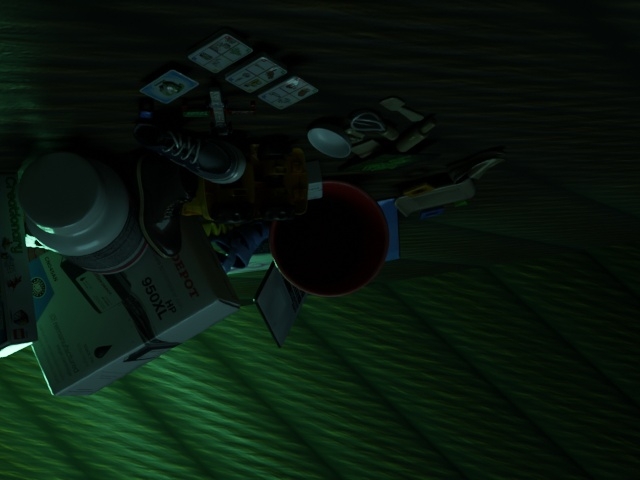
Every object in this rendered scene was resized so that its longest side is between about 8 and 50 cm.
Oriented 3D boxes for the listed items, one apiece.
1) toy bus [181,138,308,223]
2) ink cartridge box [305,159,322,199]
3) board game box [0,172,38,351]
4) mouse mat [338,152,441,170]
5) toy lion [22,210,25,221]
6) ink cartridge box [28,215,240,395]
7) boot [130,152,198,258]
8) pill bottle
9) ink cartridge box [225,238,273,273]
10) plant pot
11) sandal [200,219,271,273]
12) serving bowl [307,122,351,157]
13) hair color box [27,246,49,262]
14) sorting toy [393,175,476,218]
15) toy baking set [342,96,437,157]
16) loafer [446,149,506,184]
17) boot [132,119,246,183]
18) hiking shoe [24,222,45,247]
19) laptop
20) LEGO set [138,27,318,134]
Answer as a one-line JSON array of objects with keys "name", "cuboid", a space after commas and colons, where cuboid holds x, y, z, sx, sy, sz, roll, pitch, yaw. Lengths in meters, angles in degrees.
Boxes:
[{"name": "toy bus", "cuboid": [-0.163, -0.103, 1.372, 0.220, 0.149, 0.211, -4, -179, -36]}, {"name": "ink cartridge box", "cuboid": [-0.042, -0.123, 1.553, 0.089, 0.052, 0.122, -9, 167, -2]}, {"name": "board game box", "cuboid": [-0.586, 0.051, 1.328, 0.053, 0.305, 0.193, -3, 167, -40]}, {"name": "mouse mat", "cuboid": [0.144, -0.164, 1.544, 0.153, 0.007, 0.190, -4, 177, -28]}, {"name": "toy lion", "cuboid": [-0.575, -0.045, 1.404, 0.100, 0.034, 0.096, -42, -170, 5]}, {"name": "ink cartridge box", "cuboid": [-0.414, 0.109, 1.542, 0.395, 0.285, 0.166, -30, 166, 3]}, {"name": "boot", "cuboid": [-0.257, -0.055, 1.281, 0.137, 0.197, 0.077, 8, -149, 40]}, {"name": "pill bottle", "cuboid": [-0.419, -0.048, 1.306, 0.177, 0.176, 0.318, -9, 169, -4]}, {"name": "ink cartridge box", "cuboid": [-0.127, 0.045, 2.259, 0.324, 0.071, 0.330, -7, 167, -15]}, {"name": "plant pot", "cuboid": [0.000, 0.000, 1.740, 0.275, 0.274, 0.243, -7, 178, -11]}, {"name": "sandal", "cuboid": [-0.209, 0.008, 1.774, 0.126, 0.138, 0.317, -21, 179, 38]}, {"name": "serving bowl", "cuboid": [0.020, -0.185, 1.312, 0.083, 0.027, 0.083, 20, 157, 9]}, {"name": "hair color box", "cuboid": [-0.725, 0.043, 1.801, 0.167, 0.053, 0.093, -7, 169, -5]}, {"name": "sorting toy", "cuboid": [0.289, -0.122, 1.848, 0.196, 0.047, 0.348, -17, 167, 14]}, {"name": "toy baking set", "cuboid": [0.114, -0.199, 1.365, 0.197, 0.030, 0.256, -2, 167, -30]}, {"name": "loafer", "cuboid": [0.360, -0.167, 1.670, 0.148, 0.050, 0.056, -19, 165, 40]}, {"name": "boot", "cuboid": [-0.209, -0.140, 1.142, 0.190, 0.069, 0.086, 21, -175, 36]}, {"name": "hiking shoe", "cuboid": [-0.599, -0.022, 1.571, 0.114, 0.086, 0.227, 5, 166, 6]}, {"name": "laptop", "cuboid": [0.035, 0.100, 2.036, 0.237, 0.407, 0.382, 20, 157, 17]}, {"name": "LEGO set", "cuboid": [-0.152, -0.224, 1.059, 0.244, 0.060, 0.183, -20, 152, 37]}]
